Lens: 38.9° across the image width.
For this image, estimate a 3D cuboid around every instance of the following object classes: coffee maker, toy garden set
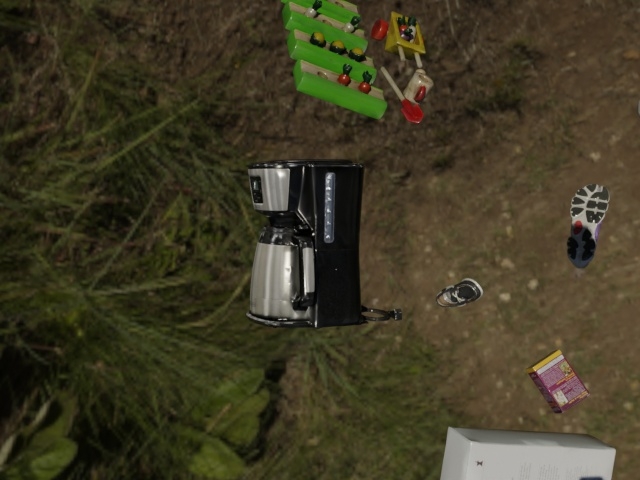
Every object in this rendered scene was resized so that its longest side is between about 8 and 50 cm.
[{"bbox_3d":[0.000,0.000,0.993,0.171,0.178,0.120,-1,-175,-43],"label":"coffee maker"},{"bbox_3d":[0.058,-0.237,1.106,0.204,0.244,0.049,16,128,-23],"label":"toy garden set"}]

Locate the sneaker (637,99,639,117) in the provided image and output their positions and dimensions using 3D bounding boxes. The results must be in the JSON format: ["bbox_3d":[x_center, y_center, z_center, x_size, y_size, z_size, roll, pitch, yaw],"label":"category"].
[{"bbox_3d":[0.345,-0.067,0.708,0.215,0.083,0.084,42,166,-18],"label":"sneaker"}]

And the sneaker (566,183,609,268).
[{"bbox_3d":[0.510,-0.027,1.745,0.068,0.170,0.071,14,169,21],"label":"sneaker"}]

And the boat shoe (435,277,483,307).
[{"bbox_3d":[0.251,0.099,1.651,0.038,0.046,0.125,-33,-174,-22],"label":"boat shoe"}]

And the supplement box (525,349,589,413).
[{"bbox_3d":[0.369,0.220,1.409,0.055,0.083,0.043,-30,171,-10],"label":"supplement box"}]

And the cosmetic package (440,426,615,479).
[{"bbox_3d":[0.337,0.521,1.564,0.284,0.377,0.097,7,-176,-20],"label":"cosmetic package"}]
